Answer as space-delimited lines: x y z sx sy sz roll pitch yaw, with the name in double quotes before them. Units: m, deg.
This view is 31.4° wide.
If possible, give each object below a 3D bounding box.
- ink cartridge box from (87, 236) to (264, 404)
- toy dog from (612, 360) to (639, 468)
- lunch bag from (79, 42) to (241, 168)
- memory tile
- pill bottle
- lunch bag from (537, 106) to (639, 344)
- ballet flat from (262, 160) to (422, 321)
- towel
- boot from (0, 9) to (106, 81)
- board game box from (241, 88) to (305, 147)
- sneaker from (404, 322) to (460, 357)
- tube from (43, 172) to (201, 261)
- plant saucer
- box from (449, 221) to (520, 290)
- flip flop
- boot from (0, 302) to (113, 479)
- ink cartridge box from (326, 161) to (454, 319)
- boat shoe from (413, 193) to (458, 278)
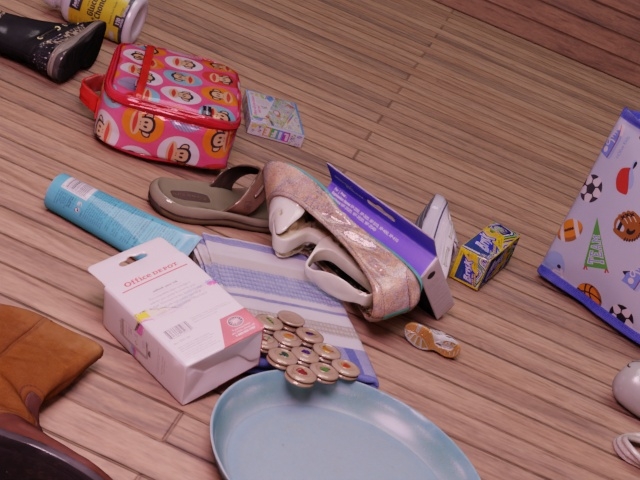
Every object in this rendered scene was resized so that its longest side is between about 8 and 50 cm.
"ink cartridge box" -0.173 0.088 1.323 0.115 0.067 0.198 -25 50 -35
"toy dog" 0.571 0.245 1.531 0.333 0.161 0.220 24 25 5
"lunch bag" -0.263 -0.226 1.864 0.258 0.120 0.293 13 25 -11
"memory tile" -0.029 0.128 1.364 0.113 0.012 0.148 -1 28 -44
"pill bottle" -0.432 -0.453 2.183 0.184 0.103 0.103 23 25 3
"lunch bag" 0.608 0.018 1.828 0.239 0.328 0.385 -4 34 -46
"ballet flat" 0.000 0.000 1.564 0.106 0.107 0.316 -33 57 -30
"towel" -0.056 0.090 1.487 0.209 0.034 0.285 11 29 -27
"boot" -0.484 -0.359 1.976 0.178 0.085 0.236 20 25 2
"board game box" -0.089 -0.227 2.099 0.103 0.026 0.154 15 26 -15
"sneaker" 0.153 0.137 1.573 0.083 0.032 0.037 26 11 -3
"tube" -0.267 -0.022 1.514 0.207 0.052 0.080 27 66 10
"plant saucer" 0.028 0.251 1.219 0.317 0.044 0.317 18 24 -8
"box" 0.269 0.023 1.851 0.054 0.059 0.169 28 25 17
"flip flop" -0.124 -0.074 1.702 0.277 0.080 0.112 4 30 -33
"boot" -0.277 0.171 1.121 0.264 0.096 0.280 16 17 5
"ink cartridge box" 0.089 0.005 1.618 0.206 0.045 0.208 37 -14 29
"boat shoe" 0.180 0.008 1.808 0.076 0.083 0.226 33 36 -4
